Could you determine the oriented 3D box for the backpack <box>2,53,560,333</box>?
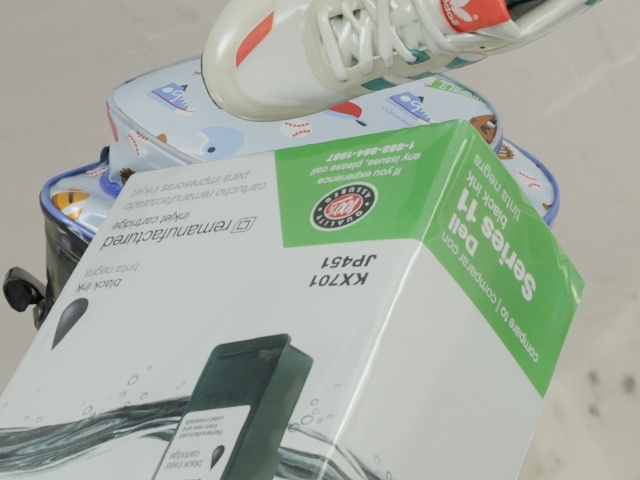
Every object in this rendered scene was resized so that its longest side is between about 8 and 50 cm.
[{"bbox_3d":[0.000,0.000,0.870,0.263,0.276,0.213,-23,-42,-46],"label":"backpack"}]

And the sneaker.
[{"bbox_3d":[0.032,-0.082,0.501,0.161,0.057,0.075,-20,11,7],"label":"sneaker"}]

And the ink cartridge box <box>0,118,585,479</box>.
[{"bbox_3d":[-0.028,0.073,0.463,0.153,0.208,0.087,-7,-45,38],"label":"ink cartridge box"}]
